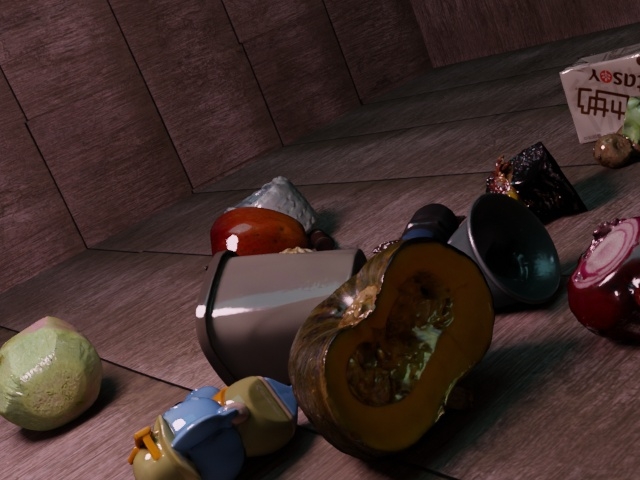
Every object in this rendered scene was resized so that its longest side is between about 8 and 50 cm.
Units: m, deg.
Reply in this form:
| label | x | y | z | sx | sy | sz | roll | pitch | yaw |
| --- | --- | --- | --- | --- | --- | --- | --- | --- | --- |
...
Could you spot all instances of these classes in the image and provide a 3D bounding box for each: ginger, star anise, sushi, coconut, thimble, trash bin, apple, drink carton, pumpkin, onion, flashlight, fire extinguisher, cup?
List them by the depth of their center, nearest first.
| label | x | y | z | sx | sy | sz | roll | pitch | yaw |
| --- | --- | --- | --- | --- | --- | --- | --- | --- | --- |
| onion | 0.429 | 0.066 | 1.145 | 0.173 | 0.135 | 0.198 | -56 | 14 | 11 |
| pumpkin | 0.093 | 0.166 | 1.196 | 0.325 | 0.242 | 0.232 | -46 | 3 | -30 |
| cup | 0.274 | 0.041 | 1.424 | 0.199 | 0.199 | 0.150 | -38 | -2 | -45 |
| trash bin | -0.039 | 0.124 | 1.428 | 0.250 | 0.219 | 0.219 | -9 | 41 | 18 |
| flashlight | 0.164 | 0.041 | 1.489 | 0.103 | 0.103 | 0.424 | -16 | 15 | 23 |
| coconut | -0.542 | 0.262 | 1.704 | 0.205 | 0.235 | 0.236 | 9 | -1 | -30 |
| sushi | 0.414 | -0.105 | 1.739 | 0.150 | 0.153 | 0.172 | -36 | 33 | 18 |
| star anise | 0.210 | 0.006 | 1.802 | 0.213 | 0.053 | 0.157 | -17 | 15 | 10 |
| ginger | 0.684 | -0.220 | 1.869 | 0.204 | 0.080 | 0.104 | -26 | -16 | -17 |
| apple | -0.139 | 0.037 | 1.880 | 0.234 | 0.234 | 0.234 | -21 | 16 | 6 |
| drink carton | 0.751 | -0.358 | 2.022 | 0.325 | 0.194 | 0.132 | -7 | 20 | 46 |
| fire extinguisher | 0.000 | 0.000 | 2.129 | 0.064 | 0.043 | 0.158 | -9 | 15 | -7 |
| thimble | -0.128 | -0.056 | 2.189 | 0.205 | 0.172 | 0.250 | -32 | 9 | 27 |

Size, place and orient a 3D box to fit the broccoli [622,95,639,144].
| label | x | y | z | sx | sy | sz | roll | pitch | yaw |
| --- | --- | --- | --- | --- | --- | --- | --- | --- | --- |
| broccoli | 0.653 | -0.190 | 1.466 | 0.270 | 0.269 | 0.270 | 19 | 37 | 29 |

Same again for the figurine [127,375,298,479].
| label | x | y | z | sx | sy | sz | roll | pitch | yaw |
| --- | --- | --- | --- | --- | --- | --- | --- | --- | --- |
| figurine | -0.150 | 0.286 | 1.238 | 0.180 | 0.153 | 0.262 | -20 | -4 | 42 |

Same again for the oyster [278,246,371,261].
| label | x | y | z | sx | sy | sz | roll | pitch | yaw |
| --- | --- | --- | --- | --- | --- | --- | --- | --- | --- |
| oyster | 0.061 | 0.077 | 1.593 | 0.295 | 0.166 | 0.094 | -3 | 43 | -9 |
